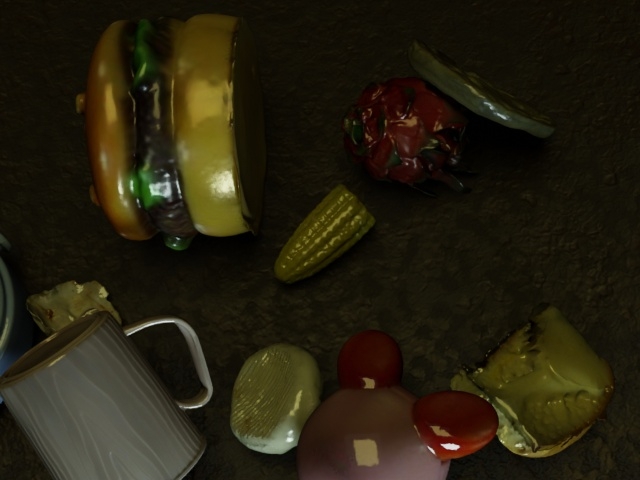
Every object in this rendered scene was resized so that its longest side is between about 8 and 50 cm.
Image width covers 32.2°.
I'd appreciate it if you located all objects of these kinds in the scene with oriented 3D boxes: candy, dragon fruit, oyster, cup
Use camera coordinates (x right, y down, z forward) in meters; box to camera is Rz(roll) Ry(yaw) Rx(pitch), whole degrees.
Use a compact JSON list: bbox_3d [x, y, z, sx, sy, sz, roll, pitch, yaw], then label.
[{"bbox_3d":[0.000,0.000,1.885,0.094,0.106,0.199,45,83,1],"label":"candy"},{"bbox_3d":[0.159,-0.180,1.894,0.274,0.192,0.193,13,41,-24],"label":"dragon fruit"},{"bbox_3d":[-0.390,0.161,1.841,0.232,0.107,0.161,38,41,25],"label":"oyster"},{"bbox_3d":[-0.306,0.254,1.669,0.288,0.208,0.273,-29,102,15],"label":"cup"}]

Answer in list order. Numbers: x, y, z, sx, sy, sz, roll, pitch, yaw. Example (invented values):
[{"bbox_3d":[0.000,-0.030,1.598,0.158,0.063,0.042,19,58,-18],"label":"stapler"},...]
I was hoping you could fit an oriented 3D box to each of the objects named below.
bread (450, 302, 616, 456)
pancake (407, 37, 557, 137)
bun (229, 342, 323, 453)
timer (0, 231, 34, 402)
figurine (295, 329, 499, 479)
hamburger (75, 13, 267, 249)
[{"bbox_3d":[0.330,0.242,1.717,0.262,0.163,0.204,-27,61,-36],"label":"bread"},{"bbox_3d":[0.271,-0.255,1.897,0.294,0.294,0.049,37,106,18],"label":"pancake"},{"bbox_3d":[-0.060,0.257,1.772,0.183,0.102,0.183,-23,52,33],"label":"bun"},{"bbox_3d":[-0.654,0.132,1.838,0.395,0.173,0.395,-2,66,5],"label":"timer"},{"bbox_3d":[0.074,0.305,1.618,0.269,0.211,0.261,35,116,29],"label":"figurine"},{"bbox_3d":[-0.248,-0.198,1.837,0.277,0.396,0.396,-3,66,4],"label":"hamburger"}]
